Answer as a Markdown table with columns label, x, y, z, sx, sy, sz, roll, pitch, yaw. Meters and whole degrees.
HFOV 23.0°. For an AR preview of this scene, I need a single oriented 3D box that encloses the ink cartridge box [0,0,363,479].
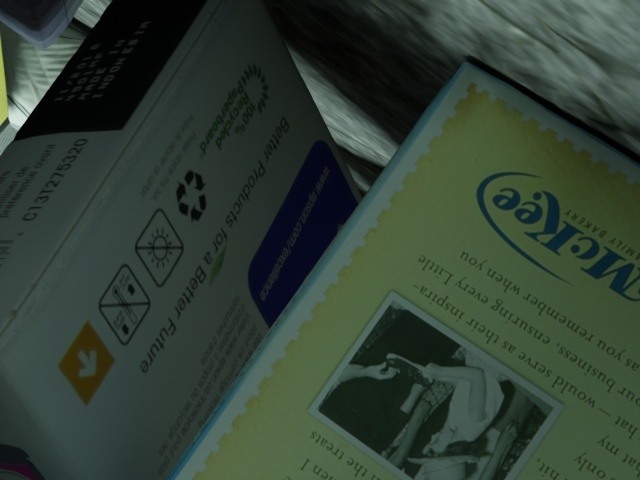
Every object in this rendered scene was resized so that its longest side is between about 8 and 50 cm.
| label | x | y | z | sx | sy | sz | roll | pitch | yaw |
| --- | --- | --- | --- | --- | --- | --- | --- | --- | --- |
| ink cartridge box | -0.007 | 0.100 | 0.588 | 0.069 | 0.176 | 0.371 | -3 | 133 | 33 |

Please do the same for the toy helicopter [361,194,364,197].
| label | x | y | z | sx | sy | sz | roll | pitch | yaw |
| --- | --- | --- | --- | --- | --- | --- | --- | --- | --- |
| toy helicopter | 0.000 | 0.000 | 0.745 | 0.235 | 0.140 | 0.355 | 47 | 161 | -23 |

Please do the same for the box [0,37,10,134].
| label | x | y | z | sx | sy | sz | roll | pitch | yaw |
| --- | --- | --- | --- | --- | --- | --- | --- | --- | --- |
| box | -0.227 | -0.123 | 0.871 | 0.087 | 0.058 | 0.232 | 34 | 156 | 9 |

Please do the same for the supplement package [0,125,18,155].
| label | x | y | z | sx | sy | sz | roll | pitch | yaw |
| --- | --- | --- | --- | --- | --- | --- | --- | --- | --- |
| supplement package | -0.172 | -0.011 | 1.220 | 0.177 | 0.175 | 0.293 | 23 | -177 | -31 |

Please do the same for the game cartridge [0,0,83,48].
| label | x | y | z | sx | sy | sz | roll | pitch | yaw |
| --- | --- | --- | --- | --- | --- | --- | --- | --- | --- |
| game cartridge | -0.249 | -0.206 | 0.628 | 0.355 | 0.068 | 0.230 | 36 | 180 | -6 |

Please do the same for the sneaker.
| label | x | y | z | sx | sy | sz | roll | pitch | yaw |
| --- | --- | --- | --- | --- | --- | --- | --- | --- | --- |
| sneaker | -0.208 | -0.122 | 1.025 | 0.237 | 0.085 | 0.086 | 34 | 160 | 12 |

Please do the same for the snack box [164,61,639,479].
| label | x | y | z | sx | sy | sz | roll | pitch | yaw |
| --- | --- | --- | --- | --- | --- | --- | --- | --- | --- |
| snack box | 0.117 | 0.114 | 0.401 | 0.322 | 0.187 | 0.060 | 34 | 176 | 19 |
